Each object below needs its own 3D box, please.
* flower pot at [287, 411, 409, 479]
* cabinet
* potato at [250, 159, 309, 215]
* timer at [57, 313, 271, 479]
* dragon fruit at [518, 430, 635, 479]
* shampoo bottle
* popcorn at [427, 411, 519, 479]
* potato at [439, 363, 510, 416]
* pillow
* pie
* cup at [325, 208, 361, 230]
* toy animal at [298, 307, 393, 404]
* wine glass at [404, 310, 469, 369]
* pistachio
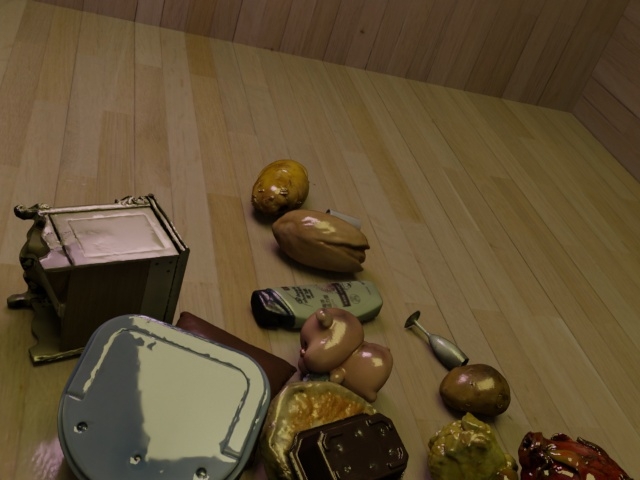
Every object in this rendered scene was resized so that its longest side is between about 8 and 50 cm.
[{"bbox_3d":[0.072,0.430,1.510,0.250,0.084,0.179,-8,59,-36],"label":"flower pot"},{"bbox_3d":[-0.504,0.078,1.690,0.318,0.290,0.227,-7,42,-34],"label":"cabinet"},{"bbox_3d":[-0.125,-0.166,2.390,0.172,0.140,0.300,13,27,3],"label":"potato"},{"bbox_3d":[-0.308,0.357,1.431,0.394,0.173,0.395,4,62,-8],"label":"timer"},{"bbox_3d":[0.550,0.548,1.606,0.315,0.250,0.250,35,29,-17],"label":"dragon fruit"},{"bbox_3d":[-0.003,0.174,2.009,0.359,0.078,0.134,-2,41,-31],"label":"shampoo bottle"},{"bbox_3d":[0.332,0.492,1.659,0.168,0.173,0.195,-42,91,-15],"label":"popcorn"},{"bbox_3d":[0.388,0.371,1.883,0.175,0.137,0.137,10,34,-11],"label":"potato"},{"bbox_3d":[-0.231,0.312,1.656,0.305,0.108,0.308,26,36,2],"label":"pillow"},{"bbox_3d":[0.025,0.446,1.584,0.339,0.077,0.339,17,48,-19],"label":"pie"},{"bbox_3d":[0.063,-0.039,2.378,0.116,0.074,0.104,15,56,-16],"label":"cup"},{"bbox_3d":[0.060,0.274,1.777,0.221,0.210,0.230,5,69,-8],"label":"toy animal"},{"bbox_3d":[0.317,0.274,2.045,0.066,0.066,0.198,-15,46,-42],"label":"wine glass"},{"bbox_3d":[0.000,0.000,2.195,0.293,0.162,0.181,15,2,-4],"label":"pistachio"}]
